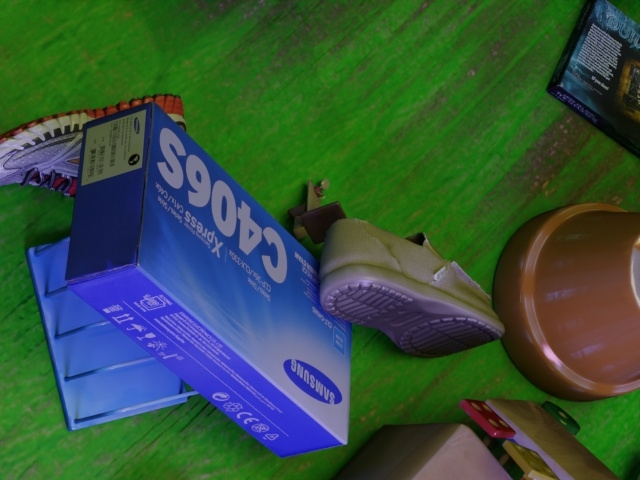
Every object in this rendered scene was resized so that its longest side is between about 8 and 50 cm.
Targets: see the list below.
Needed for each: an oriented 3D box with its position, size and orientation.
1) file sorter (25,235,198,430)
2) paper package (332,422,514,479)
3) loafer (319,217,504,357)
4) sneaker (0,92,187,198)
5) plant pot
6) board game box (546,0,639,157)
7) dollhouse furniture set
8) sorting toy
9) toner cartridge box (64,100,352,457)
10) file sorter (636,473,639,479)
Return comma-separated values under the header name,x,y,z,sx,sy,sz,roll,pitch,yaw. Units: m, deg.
name,x,y,z,sx,sy,sz,roll,pitch,yaw
file sorter,-0.176,0.072,1.712,0.118,0.104,0.170,-12,87,-28
paper package,0.087,0.375,1.757,0.325,0.168,0.309,-45,100,-26
loafer,0.091,0.043,1.819,0.268,0.102,0.092,28,49,-54
sneaker,-0.215,-0.071,1.728,0.225,0.088,0.093,-13,88,-29
plant pot,0.309,0.053,1.919,0.205,0.188,0.205,5,78,-27
board game box,0.343,-0.165,2.069,0.186,0.026,0.126,34,67,-18
dollhouse furniture set,0.000,0.000,1.871,0.081,0.091,0.114,-87,153,-57
sorting toy,0.212,0.211,1.819,0.132,0.274,0.046,42,103,24
toner cartridge box,-0.087,0.043,1.665,0.348,0.075,0.165,44,40,-47
file sorter,0.444,0.357,1.920,0.277,0.173,0.193,35,74,-21
